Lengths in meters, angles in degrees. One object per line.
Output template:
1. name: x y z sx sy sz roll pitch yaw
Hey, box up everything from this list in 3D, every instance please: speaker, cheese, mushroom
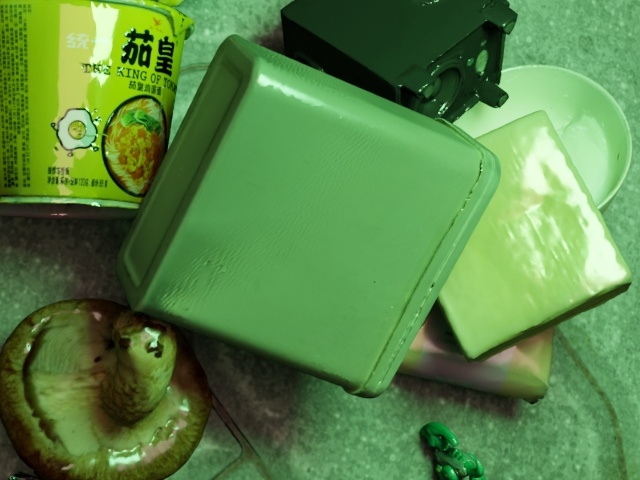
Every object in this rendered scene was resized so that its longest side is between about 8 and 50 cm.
1. speaker: 0.110 -0.264 1.830 0.232 0.184 0.254 -39 60 -23
2. cheese: 0.247 -0.005 1.737 0.242 0.124 0.265 -27 77 5
3. mushroom: -0.279 0.194 1.644 0.267 0.254 0.267 -1 80 8

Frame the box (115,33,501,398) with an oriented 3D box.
1. box: -0.021 -0.025 1.587 0.344 0.177 0.352 21 105 -26

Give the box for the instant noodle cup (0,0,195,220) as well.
1. instant noodle cup: -0.325 -0.160 1.653 0.325 0.325 0.254 3 85 -18

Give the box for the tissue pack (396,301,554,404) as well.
1. tissue pack: 0.206 0.101 1.864 0.257 0.123 0.215 13 74 -5

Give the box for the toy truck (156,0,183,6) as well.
1. toy truck: -0.297 -0.408 1.739 0.385 0.162 0.161 -14 53 -32

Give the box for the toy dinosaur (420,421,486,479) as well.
1. toy dinosaur: 0.187 0.303 1.818 0.059 0.132 0.096 -28 111 -23

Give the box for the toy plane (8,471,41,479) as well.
1. toy plane: -0.349 0.319 1.664 0.121 0.049 0.031 25 71 -30

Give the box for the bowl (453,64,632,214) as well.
1. bowl: 0.310 -0.108 1.911 0.277 0.145 0.277 -4 65 7
